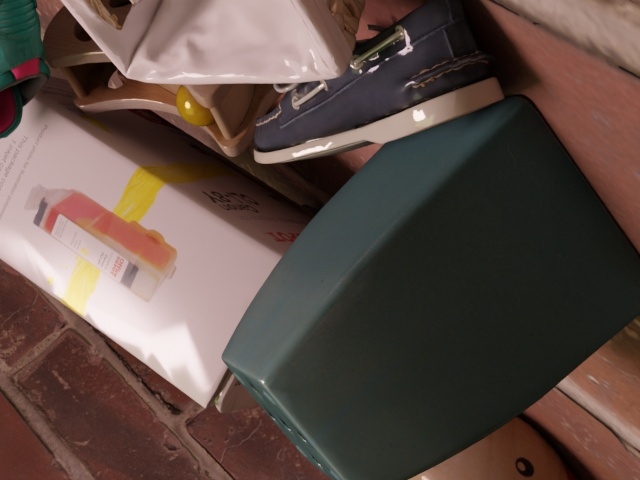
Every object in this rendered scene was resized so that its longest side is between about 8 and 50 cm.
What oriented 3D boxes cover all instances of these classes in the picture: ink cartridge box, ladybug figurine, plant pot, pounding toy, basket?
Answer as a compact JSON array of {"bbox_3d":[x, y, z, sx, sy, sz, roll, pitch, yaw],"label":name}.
[{"bbox_3d":[-0.155,-0.009,1.114,0.384,0.160,0.279,33,-169,20],"label":"ink cartridge box"},{"bbox_3d":[0.207,0.330,1.255,0.305,0.162,0.449,40,164,36],"label":"ladybug figurine"},{"bbox_3d":[0.061,0.044,0.740,0.166,0.234,0.165,52,166,-14],"label":"plant pot"},{"bbox_3d":[-0.162,-0.191,0.964,0.269,0.154,0.155,39,164,35],"label":"pounding toy"},{"bbox_3d":[-0.061,-0.168,0.669,0.167,0.103,0.113,3,150,29],"label":"basket"}]

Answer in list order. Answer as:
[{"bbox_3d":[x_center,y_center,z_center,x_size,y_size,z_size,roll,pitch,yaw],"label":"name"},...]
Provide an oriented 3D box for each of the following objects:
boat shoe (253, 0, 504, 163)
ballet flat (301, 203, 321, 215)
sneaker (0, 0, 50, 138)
[{"bbox_3d":[0.021,-0.100,0.741,0.254,0.095,0.079,-7,102,65],"label":"boat shoe"},{"bbox_3d":[0.000,0.000,1.258,0.041,0.041,0.114,41,166,29],"label":"ballet flat"},{"bbox_3d":[-0.339,-0.164,0.968,0.295,0.124,0.178,1,112,42],"label":"sneaker"}]
